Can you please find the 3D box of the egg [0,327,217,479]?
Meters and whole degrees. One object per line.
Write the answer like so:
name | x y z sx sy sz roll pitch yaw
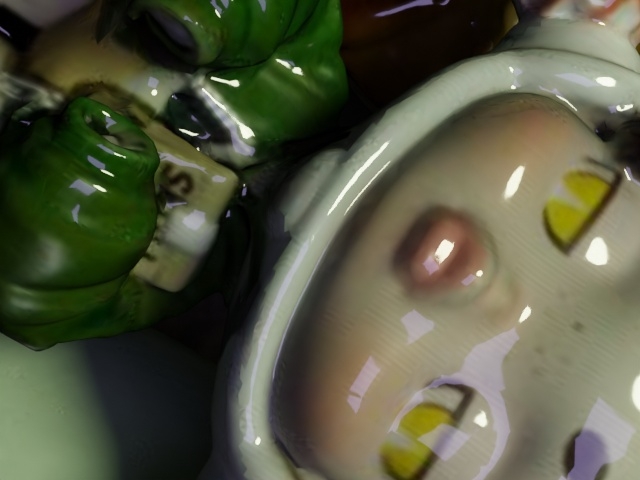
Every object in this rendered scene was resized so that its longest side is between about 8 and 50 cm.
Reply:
egg | -0.097 0.131 0.474 0.282 0.203 0.203 34 101 -18

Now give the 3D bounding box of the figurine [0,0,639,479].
figurine | 0.000 0.000 0.387 0.370 0.167 0.281 34 82 1

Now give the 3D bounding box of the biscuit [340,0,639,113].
biscuit | 0.131 -0.165 0.461 0.332 0.103 0.332 -1 106 -4
